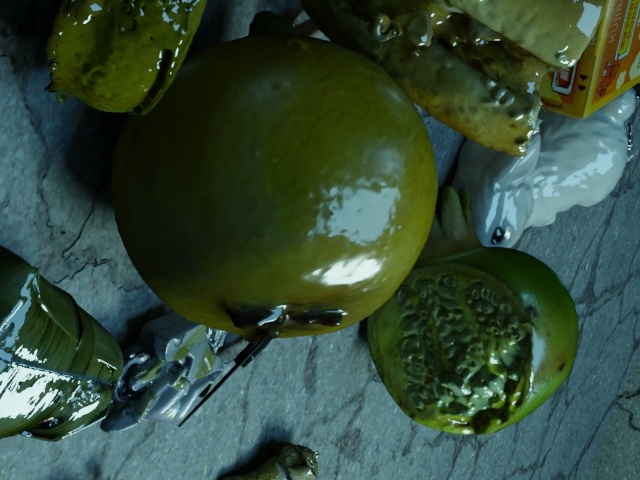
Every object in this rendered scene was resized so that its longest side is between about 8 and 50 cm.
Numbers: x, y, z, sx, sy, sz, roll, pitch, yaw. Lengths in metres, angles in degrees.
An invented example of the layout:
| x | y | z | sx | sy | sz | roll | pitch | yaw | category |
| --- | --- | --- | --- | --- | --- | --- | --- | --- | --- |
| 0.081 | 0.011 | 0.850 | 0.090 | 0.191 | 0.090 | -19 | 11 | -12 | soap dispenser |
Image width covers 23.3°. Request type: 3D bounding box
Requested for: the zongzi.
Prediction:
| x | y | z | sx | sy | sz | roll | pitch | yaw | category |
| --- | --- | --- | --- | --- | --- | --- | --- | --- | --- |
| -0.315 | 0.160 | 1.424 | 0.274 | 0.125 | 0.251 | -58 | 146 | -12 | zongzi |

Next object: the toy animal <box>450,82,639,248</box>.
| x | y | z | sx | sy | sz | roll | pitch | yaw | category |
| --- | --- | --- | --- | --- | --- | --- | --- | --- | --- |
| 0.329 | -0.109 | 2.383 | 0.357 | 0.194 | 0.258 | -30 | 147 | -40 | toy animal |

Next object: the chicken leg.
| x | y | z | sx | sy | sz | roll | pitch | yaw | category |
| --- | --- | --- | --- | --- | --- | --- | --- | --- | --- |
| -0.063 | 0.329 | 2.101 | 0.125 | 0.080 | 0.196 | -56 | 155 | 7 | chicken leg |

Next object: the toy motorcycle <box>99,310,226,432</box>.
| x | y | z | sx | sy | sz | roll | pitch | yaw | category |
| --- | --- | --- | --- | --- | --- | --- | --- | --- | --- |
| -0.171 | 0.150 | 1.749 | 0.225 | 0.073 | 0.152 | -33 | 142 | -49 | toy motorcycle |

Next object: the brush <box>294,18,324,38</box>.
| x | y | z | sx | sy | sz | roll | pitch | yaw | category |
| --- | --- | --- | --- | --- | --- | --- | --- | --- | --- |
| 0.031 | -0.291 | 1.796 | 0.313 | 0.072 | 0.067 | -38 | 120 | -40 | brush |

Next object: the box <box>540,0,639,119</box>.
| x | y | z | sx | sy | sz | roll | pitch | yaw | category |
| --- | --- | --- | --- | --- | --- | --- | --- | --- | --- |
| 0.296 | -0.347 | 2.012 | 0.214 | 0.259 | 0.284 | -31 | 137 | -47 | box |

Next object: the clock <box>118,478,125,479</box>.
| x | y | z | sx | sy | sz | roll | pitch | yaw | category |
| --- | --- | --- | --- | --- | --- | --- | --- | --- | --- |
| -0.277 | 0.353 | 1.726 | 0.191 | 0.062 | 0.152 | -39 | 143 | -45 | clock |

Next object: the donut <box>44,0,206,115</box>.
| x | y | z | sx | sy | sz | roll | pitch | yaw | category |
| --- | --- | --- | --- | --- | --- | --- | --- | --- | --- |
| -0.147 | -0.219 | 1.328 | 0.272 | 0.107 | 0.272 | -63 | -172 | 15 | donut |

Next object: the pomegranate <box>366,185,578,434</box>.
| x | y | z | sx | sy | sz | roll | pitch | yaw | category |
| --- | --- | --- | --- | --- | --- | --- | --- | --- | --- |
| 0.225 | 0.096 | 2.227 | 0.216 | 0.309 | 0.359 | -5 | 82 | -48 | pomegranate |

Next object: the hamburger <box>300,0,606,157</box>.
| x | y | z | sx | sy | sz | roll | pitch | yaw | category |
| --- | --- | --- | --- | --- | --- | --- | --- | --- | --- |
| 0.109 | -0.320 | 1.600 | 0.287 | 0.446 | 0.268 | 7 | 136 | -25 | hamburger |

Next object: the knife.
| x | y | z | sx | sy | sz | roll | pitch | yaw | category |
| --- | --- | --- | --- | --- | --- | --- | --- | --- | --- |
| -0.095 | 0.149 | 1.877 | 0.072 | 0.019 | 0.245 | -43 | -179 | 34 | knife |

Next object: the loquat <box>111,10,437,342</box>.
| x | y | z | sx | sy | sz | roll | pitch | yaw | category |
| --- | --- | --- | --- | --- | --- | --- | --- | --- | --- |
| -0.045 | -0.073 | 1.549 | 0.328 | 0.328 | 0.360 | 53 | 33 | -61 | loquat |
